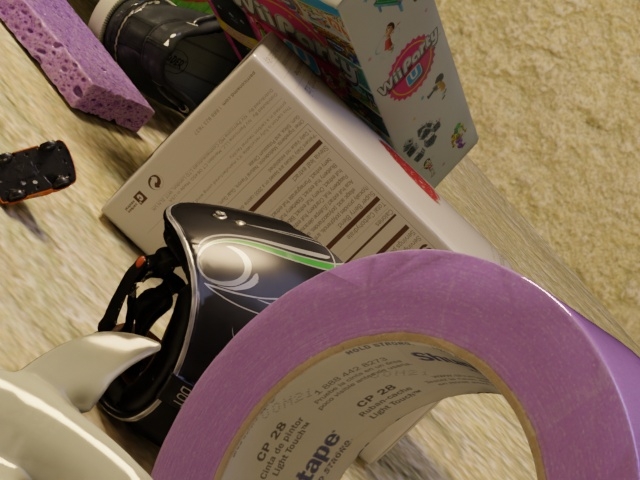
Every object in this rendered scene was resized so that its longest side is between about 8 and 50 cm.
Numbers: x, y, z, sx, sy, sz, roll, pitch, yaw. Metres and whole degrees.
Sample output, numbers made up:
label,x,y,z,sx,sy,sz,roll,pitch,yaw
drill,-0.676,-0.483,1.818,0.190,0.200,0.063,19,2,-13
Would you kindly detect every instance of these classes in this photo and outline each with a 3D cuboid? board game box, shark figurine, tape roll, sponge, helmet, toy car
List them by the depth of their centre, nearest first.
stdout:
label,x,y,z,sx,sy,sz,roll,pitch,yaw
shark figurine,-0.105,0.148,0.733,0.166,0.116,0.278,-18,49,-39
tape roll,0.043,0.146,0.785,0.090,0.275,0.275,31,19,-48
helmet,-0.046,0.064,1.032,0.162,0.169,0.169,17,27,-33
toy car,-0.222,-0.074,1.153,0.122,0.060,0.040,53,-19,4
board game box,0.003,-0.189,1.439,0.224,0.097,0.303,35,-15,31
sponge,-0.242,-0.190,1.505,0.210,0.031,0.117,49,13,20

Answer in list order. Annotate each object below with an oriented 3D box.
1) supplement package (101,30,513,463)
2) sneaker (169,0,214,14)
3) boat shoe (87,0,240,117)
label,x,y,z,sx,sy,sz,roll,pitch,yaw
supplement package,0.000,0.000,1.346,0.293,0.175,0.177,44,11,-7
sneaker,-0.142,-0.313,1.820,0.202,0.185,0.483,42,-1,20
boat shoe,-0.077,-0.162,1.668,0.113,0.127,0.340,29,2,38
